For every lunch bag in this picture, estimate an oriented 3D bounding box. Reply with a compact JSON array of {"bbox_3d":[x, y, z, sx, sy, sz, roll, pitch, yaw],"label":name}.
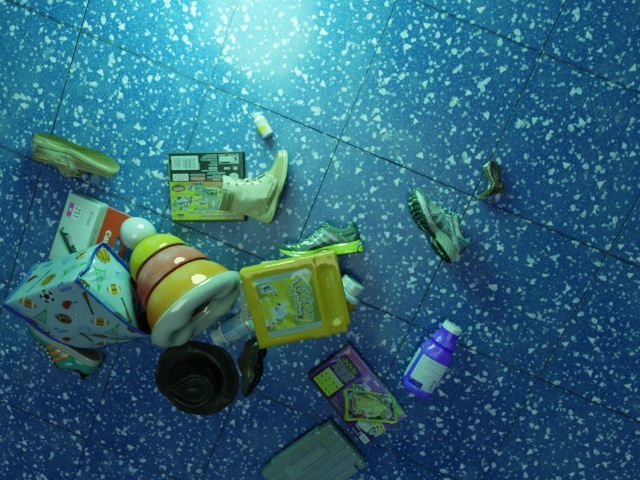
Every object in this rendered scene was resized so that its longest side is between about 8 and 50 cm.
[{"bbox_3d":[-0.793,0.228,1.424,0.327,0.239,0.386,-16,127,16],"label":"lunch bag"}]

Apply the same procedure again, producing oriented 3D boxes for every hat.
[{"bbox_3d":[-0.486,0.546,1.520,0.330,0.134,0.332,1,99,5],"label":"hat"}]

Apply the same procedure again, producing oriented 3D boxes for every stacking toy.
[{"bbox_3d":[-0.536,0.090,1.403,0.350,0.350,0.480,-45,77,10],"label":"stacking toy"}]

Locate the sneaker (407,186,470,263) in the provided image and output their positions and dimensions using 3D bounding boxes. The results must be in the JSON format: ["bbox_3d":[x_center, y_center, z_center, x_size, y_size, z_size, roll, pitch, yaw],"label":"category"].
[{"bbox_3d":[0.404,-0.068,1.380,0.122,0.110,0.283,-34,97,-9],"label":"sneaker"}]

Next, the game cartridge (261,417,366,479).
[{"bbox_3d":[-0.029,0.870,1.567,0.355,0.068,0.230,-39,90,9],"label":"game cartridge"}]

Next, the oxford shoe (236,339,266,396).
[{"bbox_3d":[-0.270,0.479,1.527,0.096,0.082,0.228,17,100,22],"label":"oxford shoe"}]

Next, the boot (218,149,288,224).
[{"bbox_3d":[-0.230,-0.202,1.381,0.203,0.095,0.262,15,106,-16],"label":"boot"}]

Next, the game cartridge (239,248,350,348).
[{"bbox_3d":[-0.077,0.197,1.340,0.322,0.053,0.286,-12,102,4],"label":"game cartridge"}]

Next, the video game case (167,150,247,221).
[{"bbox_3d":[-0.405,-0.191,1.451,0.274,0.035,0.249,0,98,4],"label":"video game case"}]

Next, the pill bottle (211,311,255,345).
[{"bbox_3d":[-0.320,0.327,1.494,0.160,0.087,0.087,-27,95,9],"label":"pill bottle"}]

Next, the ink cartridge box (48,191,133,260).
[{"bbox_3d":[-0.852,-0.007,1.506,0.238,0.060,0.276,24,100,2],"label":"ink cartridge box"}]

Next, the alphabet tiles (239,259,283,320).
[{"bbox_3d":[-0.144,0.196,1.431,0.277,0.021,0.285,-5,116,-15],"label":"alphabet tiles"}]

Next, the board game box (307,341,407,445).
[{"bbox_3d":[0.137,0.575,1.514,0.208,0.056,0.347,-37,94,13],"label":"board game box"}]

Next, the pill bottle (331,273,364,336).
[{"bbox_3d":[0.057,0.227,1.431,0.117,0.117,0.215,36,100,-1],"label":"pill bottle"}]

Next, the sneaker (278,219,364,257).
[{"bbox_3d":[0.000,0.000,1.421,0.299,0.111,0.122,-6,87,1],"label":"sneaker"}]

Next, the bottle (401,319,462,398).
[{"bbox_3d":[0.403,0.421,1.443,0.118,0.092,0.283,27,100,0],"label":"bottle"}]

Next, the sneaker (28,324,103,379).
[{"bbox_3d":[-1.002,0.428,1.558,0.302,0.108,0.121,34,96,-2],"label":"sneaker"}]

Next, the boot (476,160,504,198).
[{"bbox_3d":[0.560,-0.205,1.363,0.106,0.037,0.114,-20,100,-6],"label":"boot"}]

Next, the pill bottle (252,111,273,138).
[{"bbox_3d":[-0.201,-0.399,1.397,0.043,0.043,0.083,-30,94,9],"label":"pill bottle"}]

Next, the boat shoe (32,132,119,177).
[{"bbox_3d":[-0.872,-0.281,1.443,0.340,0.121,0.110,22,104,12],"label":"boat shoe"}]
